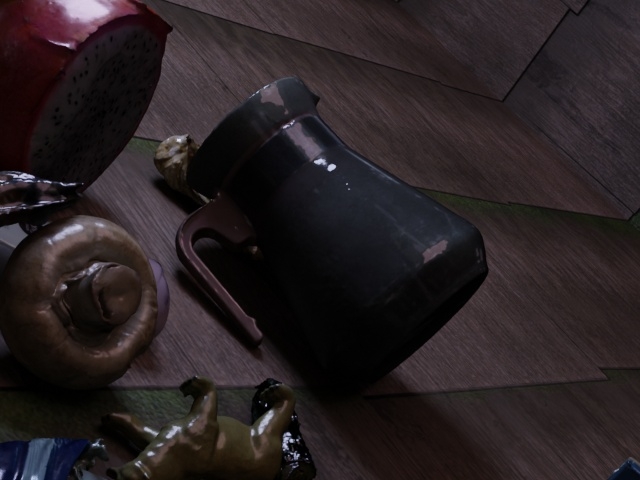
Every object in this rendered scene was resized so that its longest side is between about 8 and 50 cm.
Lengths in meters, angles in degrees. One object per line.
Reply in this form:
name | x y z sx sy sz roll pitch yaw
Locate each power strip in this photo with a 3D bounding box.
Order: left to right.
power strip | 0.459 0.360 1.758 0.123 0.056 0.032 40 23 10

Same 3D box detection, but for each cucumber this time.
cucumber | -0.043 0.203 1.328 0.053 0.053 0.181 25 21 -27

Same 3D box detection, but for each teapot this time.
teapot | 0.000 0.000 1.545 0.300 0.253 0.344 -37 75 -21

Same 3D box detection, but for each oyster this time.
oyster | -0.092 -0.029 1.703 0.166 0.094 0.294 -24 70 -43

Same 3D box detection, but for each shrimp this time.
shrimp | -0.384 -0.052 1.170 0.317 0.062 0.164 -3 43 -16

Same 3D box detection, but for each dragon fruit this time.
dragon fruit | -0.316 -0.193 1.419 0.189 0.290 0.290 33 21 9

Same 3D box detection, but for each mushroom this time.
mushroom | -0.224 0.059 1.196 0.127 0.166 0.166 0 -8 43

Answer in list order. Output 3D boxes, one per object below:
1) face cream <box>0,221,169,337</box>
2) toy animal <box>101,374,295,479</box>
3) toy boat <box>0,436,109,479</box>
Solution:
face cream | -0.283 0.023 1.296 0.269 0.073 0.107 23 33 -34
toy animal | -0.114 0.195 1.193 0.219 0.103 0.101 14 48 -47
toy boat | -0.142 0.254 1.021 0.291 0.067 0.220 28 18 -14
